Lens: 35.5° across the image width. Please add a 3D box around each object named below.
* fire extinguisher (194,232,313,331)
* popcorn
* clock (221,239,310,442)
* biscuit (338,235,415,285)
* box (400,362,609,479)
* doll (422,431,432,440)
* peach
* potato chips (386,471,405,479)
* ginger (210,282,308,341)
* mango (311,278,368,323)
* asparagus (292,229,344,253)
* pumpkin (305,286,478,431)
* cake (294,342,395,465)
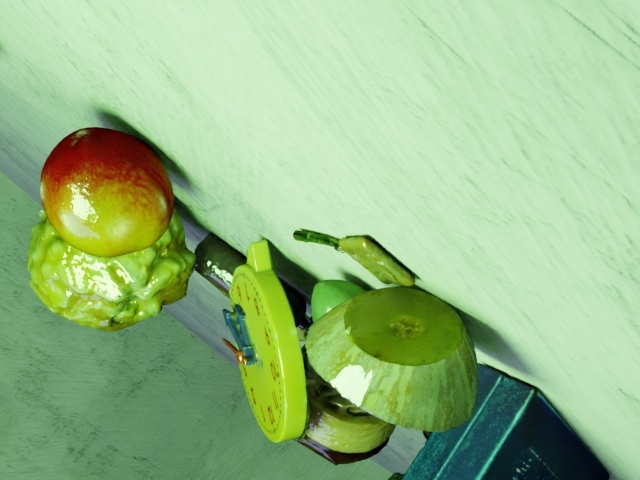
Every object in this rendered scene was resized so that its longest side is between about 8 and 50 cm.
[{"bbox_3d":[-0.105,0.089,1.715,0.267,0.072,0.089,35,171,6],"label":"fire extinguisher"},{"bbox_3d":[-0.359,0.022,1.680,0.247,0.282,0.282,68,162,-7],"label":"popcorn"},{"bbox_3d":[-0.095,0.169,1.533,0.277,0.071,0.293,113,141,-60],"label":"clock"},{"bbox_3d":[0.064,0.024,1.155,0.083,0.018,0.081,40,168,-16],"label":"biscuit"},{"bbox_3d":[0.226,0.349,1.302,0.116,0.279,0.261,19,160,49],"label":"box"},{"bbox_3d":[0.279,0.381,1.652,0.182,0.117,0.257,37,167,-33],"label":"doll"},{"bbox_3d":[-0.309,-0.077,1.430,0.197,0.197,0.197,34,167,9],"label":"peach"},{"bbox_3d":[0.229,0.509,1.541,0.358,0.070,0.429,25,-164,9],"label":"potato chips"},{"bbox_3d":[-0.109,0.116,1.873,0.214,0.059,0.133,38,160,-13],"label":"ginger"},{"bbox_3d":[0.065,0.141,1.387,0.156,0.114,0.251,39,160,39],"label":"mango"},{"bbox_3d":[0.000,0.000,1.243,0.015,0.018,0.127,3,-175,-29],"label":"asparagus"},{"bbox_3d":[0.097,0.116,1.152,0.217,0.217,0.110,33,126,15],"label":"pumpkin"},{"bbox_3d":[0.051,0.224,1.565,0.185,0.208,0.178,8,140,-11],"label":"cake"}]
